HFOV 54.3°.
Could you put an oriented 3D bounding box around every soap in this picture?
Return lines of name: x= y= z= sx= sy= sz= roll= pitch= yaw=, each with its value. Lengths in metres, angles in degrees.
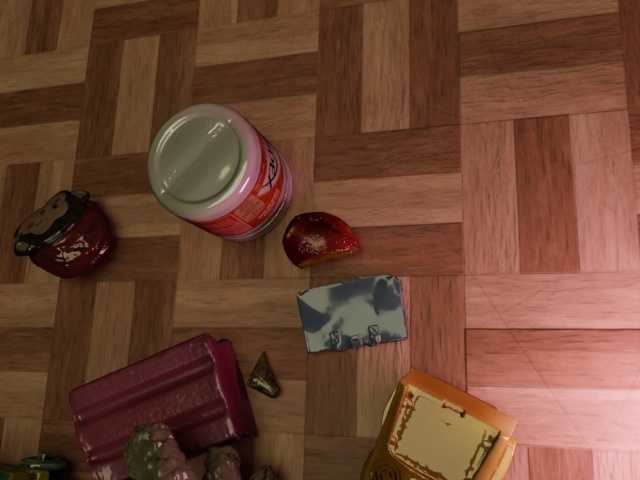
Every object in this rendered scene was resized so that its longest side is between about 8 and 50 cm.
soap: x=-0.344 y=0.373 z=1.347 sx=0.359 sy=0.128 sz=0.233 roll=-24 pitch=70 yaw=10

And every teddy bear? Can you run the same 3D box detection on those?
teddy bear: x=-0.228 y=0.556 z=1.178 sx=0.224 sy=0.367 sz=0.357 roll=-3 pitch=65 yaw=47

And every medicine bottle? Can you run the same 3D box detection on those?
medicine bottle: x=-0.215 y=-0.142 z=1.371 sx=0.252 sy=0.241 sz=0.252 roll=-4 pitch=76 yaw=16

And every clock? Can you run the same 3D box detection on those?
clock: x=0.195 y=0.425 z=1.144 sx=0.244 sy=0.200 sz=0.317 roll=25 pitch=94 yaw=24

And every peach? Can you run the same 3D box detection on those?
peach: x=-0.002 y=0.000 z=1.349 sx=0.172 sy=0.092 sz=0.127 roll=8 pitch=77 yaw=21

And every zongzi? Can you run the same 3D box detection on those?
zongzi: x=-0.110 y=0.291 z=1.348 sx=0.076 sy=0.040 sz=0.083 roll=23 pitch=67 yaw=14

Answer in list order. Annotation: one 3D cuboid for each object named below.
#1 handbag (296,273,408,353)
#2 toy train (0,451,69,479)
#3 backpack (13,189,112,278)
handbag: x=0.068 y=0.157 z=1.314 sx=0.221 sy=0.057 sz=0.144 roll=-12 pitch=81 yaw=13
toy train: x=-0.765 y=0.547 z=1.361 sx=0.442 sy=0.272 sz=0.179 roll=0 pitch=74 yaw=17
backpack: x=-0.616 y=-0.007 z=1.525 sx=0.229 sy=0.139 sz=0.229 roll=-4 pitch=59 yaw=7
